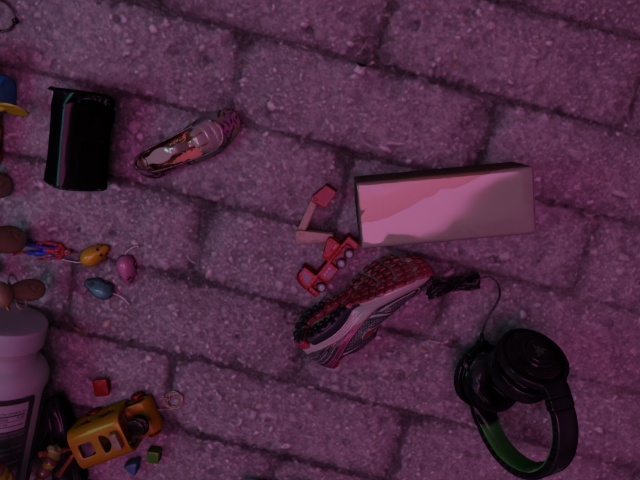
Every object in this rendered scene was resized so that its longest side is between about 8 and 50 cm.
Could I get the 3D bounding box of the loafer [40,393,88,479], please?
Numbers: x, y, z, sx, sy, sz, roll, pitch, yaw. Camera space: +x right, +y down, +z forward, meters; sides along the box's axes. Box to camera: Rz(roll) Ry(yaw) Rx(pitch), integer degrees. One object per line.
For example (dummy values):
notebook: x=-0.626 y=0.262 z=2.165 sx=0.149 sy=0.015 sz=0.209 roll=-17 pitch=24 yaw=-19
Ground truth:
loafer: x=-0.545 y=0.428 z=1.313 sx=0.078 sy=0.076 sz=0.223 roll=-8 pitch=104 yaw=-7

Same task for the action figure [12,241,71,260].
action figure: x=-0.554 y=0.020 z=1.260 sx=0.115 sy=0.030 sz=0.038 roll=3 pitch=96 yaw=-2

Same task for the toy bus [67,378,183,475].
toy bus: x=-0.408 y=0.388 z=1.289 sx=0.190 sy=0.104 sz=0.202 roll=22 pitch=101 yaw=-4

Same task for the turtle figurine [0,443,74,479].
turtle figurine: x=-0.573 y=0.487 z=1.159 sx=0.087 sy=0.217 sz=0.270 roll=22 pitch=65 yaw=32

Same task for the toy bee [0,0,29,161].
toy bee: x=-0.641 y=-0.280 z=1.136 sx=0.195 sy=0.162 sz=0.299 roll=-12 pitch=101 yaw=5

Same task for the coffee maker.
coffee maker: x=-0.442 y=-0.181 z=1.146 sx=0.120 sy=0.171 sz=0.178 roll=5 pitch=103 yaw=-17

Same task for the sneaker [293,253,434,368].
sneaker: x=0.092 y=0.134 z=1.234 sx=0.299 sy=0.121 sz=0.112 roll=-34 pitch=116 yaw=13

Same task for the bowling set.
bowling set: x=-0.667 y=0.021 z=1.183 sx=0.199 sy=0.154 sz=0.287 roll=-23 pitch=87 yaw=12

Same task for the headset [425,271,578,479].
headset: x=0.327 y=0.250 z=1.190 sx=0.185 sy=0.243 sz=0.394 roll=-6 pitch=71 yaw=-23

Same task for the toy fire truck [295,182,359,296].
toy fire truck: x=0.000 y=0.000 z=1.235 sx=0.135 sy=0.047 sz=0.192 roll=38 pitch=100 yaw=-6

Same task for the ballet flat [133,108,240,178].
ballet flat: x=-0.252 y=-0.177 z=1.189 sx=0.221 sy=0.079 sz=0.077 roll=-25 pitch=99 yaw=5

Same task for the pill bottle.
pill bottle: x=-0.649 y=0.316 z=1.227 sx=0.210 sy=0.210 sz=0.363 roll=15 pitch=100 yaw=-2

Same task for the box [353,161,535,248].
box: x=0.222 y=-0.068 z=1.170 sx=0.311 sy=0.148 sz=0.121 roll=-6 pitch=100 yaw=1

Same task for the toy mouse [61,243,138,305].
toy mouse: x=-0.421 y=0.073 z=1.265 sx=0.161 sy=0.031 sz=0.143 roll=-23 pitch=100 yaw=5

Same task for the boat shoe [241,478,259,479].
boat shoe: x=-0.052 y=0.557 z=1.321 sx=0.258 sy=0.095 sz=0.084 roll=8 pitch=105 yaw=-2
